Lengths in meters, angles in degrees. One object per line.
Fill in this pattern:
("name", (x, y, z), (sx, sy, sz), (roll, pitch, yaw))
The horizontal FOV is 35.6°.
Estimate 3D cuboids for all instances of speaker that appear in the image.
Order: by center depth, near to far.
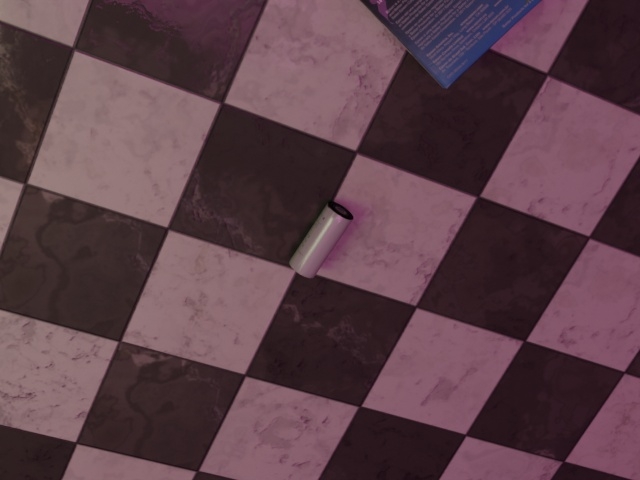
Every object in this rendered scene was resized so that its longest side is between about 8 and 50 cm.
("speaker", (0.000, 0.000, 1.767), (0.055, 0.055, 0.136), (25, 111, -22))

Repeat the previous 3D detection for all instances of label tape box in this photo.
("label tape box", (0.165, -0.435, 1.527), (0.241, 0.106, 0.334), (-42, 117, 12))
